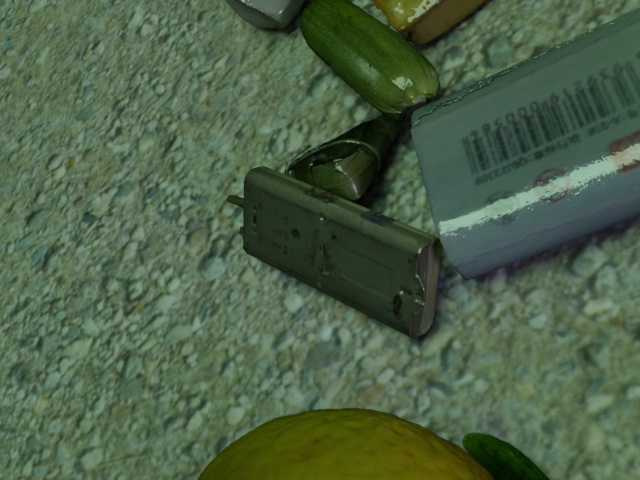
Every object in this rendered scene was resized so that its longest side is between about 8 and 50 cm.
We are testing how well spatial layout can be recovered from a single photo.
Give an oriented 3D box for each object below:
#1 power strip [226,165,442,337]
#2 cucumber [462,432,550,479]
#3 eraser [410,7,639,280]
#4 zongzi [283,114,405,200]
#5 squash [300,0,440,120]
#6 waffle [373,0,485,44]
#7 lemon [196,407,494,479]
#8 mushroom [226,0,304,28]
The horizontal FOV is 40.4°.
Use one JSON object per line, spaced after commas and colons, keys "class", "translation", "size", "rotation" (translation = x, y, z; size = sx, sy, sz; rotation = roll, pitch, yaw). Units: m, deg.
{"class": "power strip", "translation": [0.000, 0.000, 0.795], "size": [0.268, 0.034, 0.092], "rotation": [25, 123, 39]}
{"class": "cucumber", "translation": [0.158, 0.192, 0.617], "size": [0.039, 0.039, 0.168], "rotation": [-45, 49, 5]}
{"class": "eraser", "translation": [0.198, -0.083, 0.709], "size": [0.227, 0.081, 0.174], "rotation": [-23, 51, 22]}
{"class": "zongzi", "translation": [0.022, -0.084, 0.851], "size": [0.109, 0.055, 0.119], "rotation": [-6, 40, 48]}
{"class": "squash", "translation": [0.045, -0.184, 0.857], "size": [0.069, 0.069, 0.239], "rotation": [-44, 41, 6]}
{"class": "waffle", "translation": [0.161, -0.327, 0.877], "size": [0.274, 0.057, 0.168], "rotation": [-36, 52, 13]}
{"class": "lemon", "translation": [0.022, 0.237, 0.545], "size": [0.268, 0.267, 0.267], "rotation": [-15, 59, 26]}
{"class": "mushroom", "translation": [-0.015, -0.339, 0.985], "size": [0.223, 0.081, 0.092], "rotation": [-48, 32, 0]}
